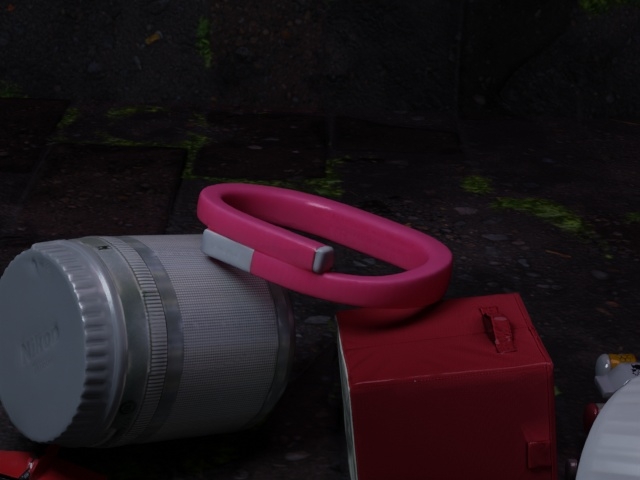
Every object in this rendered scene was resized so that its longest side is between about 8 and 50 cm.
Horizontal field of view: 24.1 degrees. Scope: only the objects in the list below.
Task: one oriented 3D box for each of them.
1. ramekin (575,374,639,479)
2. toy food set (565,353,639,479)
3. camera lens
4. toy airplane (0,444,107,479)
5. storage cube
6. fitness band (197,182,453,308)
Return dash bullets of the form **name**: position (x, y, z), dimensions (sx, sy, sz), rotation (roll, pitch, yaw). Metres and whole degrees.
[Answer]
- **ramekin**: position (0.324, 0.232, 1.296), dimensions (0.127, 0.273, 0.273), rotation (2, 16, 39)
- **toy food set**: position (0.305, 0.198, 1.586), dimensions (0.104, 0.111, 0.232), rotation (1, 22, -6)
- **camera lens**: position (-0.181, 0.103, 1.586), dimensions (0.274, 0.219, 0.219), rotation (-2, 18, -40)
- **toy airplane**: position (-0.281, 0.223, 1.568), dimensions (0.151, 0.028, 0.151), rotation (4, 20, -1)
- **storage cube**: position (0.122, 0.180, 1.484), dimensions (0.193, 0.215, 0.183), rotation (-5, 21, -2)
- **fitness band**: position (0.000, 0.000, 1.570), dimensions (0.291, 0.054, 0.209), rotation (22, 19, 35)
